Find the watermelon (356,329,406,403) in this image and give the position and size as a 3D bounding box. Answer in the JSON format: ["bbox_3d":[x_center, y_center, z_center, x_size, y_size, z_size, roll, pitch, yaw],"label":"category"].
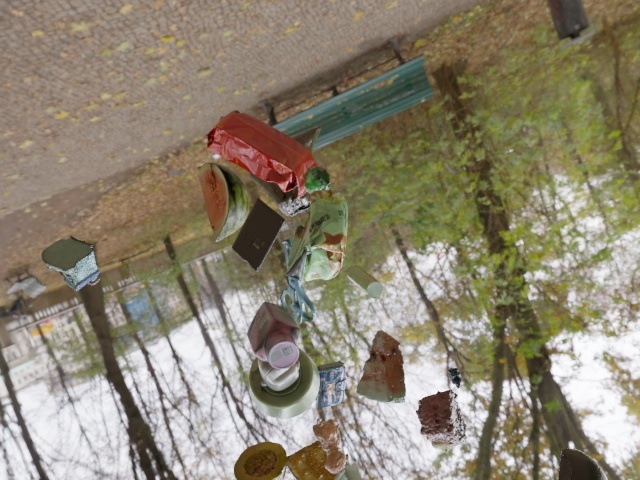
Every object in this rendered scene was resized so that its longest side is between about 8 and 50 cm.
[{"bbox_3d":[0.212,0.420,1.678,0.154,0.241,0.094,1,173,42],"label":"watermelon"}]

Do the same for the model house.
[{"bbox_3d":[-0.716,0.087,1.474,0.148,0.149,0.119,13,-138,22],"label":"model house"}]

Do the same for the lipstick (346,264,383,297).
[{"bbox_3d":[0.185,0.173,2.162,0.076,0.076,0.304,-22,-165,-8],"label":"lipstick"}]

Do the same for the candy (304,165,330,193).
[{"bbox_3d":[0.000,-0.090,1.652,0.097,0.324,0.097,-5,165,-1],"label":"candy"}]

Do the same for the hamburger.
[{"bbox_3d":[-0.002,0.002,1.214,0.235,0.125,0.214,106,-2,-48],"label":"hamburger"}]

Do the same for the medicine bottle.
[{"bbox_3d":[-0.118,0.252,1.309,0.119,0.094,0.188,-62,-156,7],"label":"medicine bottle"}]

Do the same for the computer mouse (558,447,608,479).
[{"bbox_3d":[0.809,0.761,1.528,0.100,0.170,0.269,-46,-175,44],"label":"computer mouse"}]

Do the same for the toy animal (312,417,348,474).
[{"bbox_3d":[0.031,0.764,1.871,0.104,0.185,0.184,-16,146,10],"label":"toy animal"}]

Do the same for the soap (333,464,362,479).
[{"bbox_3d":[0.089,0.962,1.923,0.066,0.198,0.119,11,-148,-23],"label":"soap"}]

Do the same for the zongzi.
[{"bbox_3d":[-0.079,-0.333,2.285,0.432,0.403,0.208,-33,141,-11],"label":"zongzi"}]

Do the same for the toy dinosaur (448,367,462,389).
[{"bbox_3d":[0.410,0.418,1.532,0.030,0.047,0.083,-15,-168,3],"label":"toy dinosaur"}]

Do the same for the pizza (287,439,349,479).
[{"bbox_3d":[0.004,0.991,2.203,0.223,0.323,0.089,-52,177,-21],"label":"pizza"}]

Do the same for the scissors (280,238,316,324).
[{"bbox_3d":[-0.102,0.164,1.963,0.180,0.393,0.032,15,-145,34],"label":"scissors"}]

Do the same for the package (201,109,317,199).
[{"bbox_3d":[-0.205,-0.321,1.823,0.123,0.423,0.196,-56,-176,41],"label":"package"}]

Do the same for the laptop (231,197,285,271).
[{"bbox_3d":[-0.184,-0.017,1.475,0.016,0.129,0.180,6,118,-57],"label":"laptop"}]

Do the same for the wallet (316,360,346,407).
[{"bbox_3d":[0.049,0.652,2.287,0.141,0.202,0.059,-7,-162,-22],"label":"wallet"}]

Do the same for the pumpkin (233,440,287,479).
[{"bbox_3d":[-0.223,0.907,1.981,0.217,0.110,0.217,-15,-164,4],"label":"pumpkin"}]

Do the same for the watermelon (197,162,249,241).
[{"bbox_3d":[-0.339,-0.164,1.810,0.159,0.304,0.128,-13,164,-12],"label":"watermelon"}]

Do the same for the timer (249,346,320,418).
[{"bbox_3d":[-0.155,0.507,1.946,0.290,0.291,0.315,-22,150,-9],"label":"timer"}]

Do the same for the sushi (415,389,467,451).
[{"bbox_3d":[0.503,0.757,2.106,0.170,0.237,0.270,-15,150,19],"label":"sushi"}]
